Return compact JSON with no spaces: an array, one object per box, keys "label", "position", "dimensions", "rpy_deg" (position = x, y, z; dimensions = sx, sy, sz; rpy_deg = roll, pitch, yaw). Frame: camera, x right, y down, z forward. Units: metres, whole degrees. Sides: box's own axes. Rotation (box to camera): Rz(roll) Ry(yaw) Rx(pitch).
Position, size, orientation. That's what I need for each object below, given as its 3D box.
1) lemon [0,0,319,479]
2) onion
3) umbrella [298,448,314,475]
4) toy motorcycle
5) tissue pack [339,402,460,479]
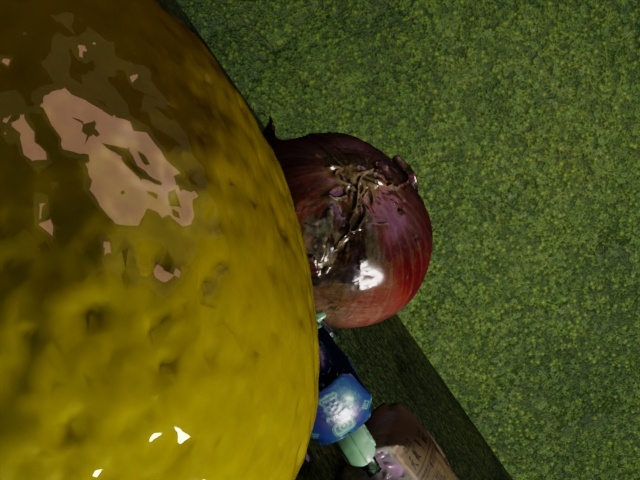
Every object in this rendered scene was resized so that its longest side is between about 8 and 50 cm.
[{"label":"lemon","position":[-0.157,0.026,0.456],"dimensions":[0.336,0.336,0.336],"rpy_deg":[55,7,-11]},{"label":"onion","position":[0.008,-0.030,1.744],"dimensions":[0.353,0.354,0.353],"rpy_deg":[55,7,-11]},{"label":"umbrella","position":[-0.053,0.220,1.321],"dimensions":[0.133,0.031,0.036],"rpy_deg":[55,6,-3]},{"label":"toy motorcycle","position":[-0.024,0.144,1.383],"dimensions":[0.331,0.125,0.196],"rpy_deg":[57,-5,19]},{"label":"tissue pack","position":[0.130,0.354,1.576],"dimensions":[0.215,0.123,0.257],"rpy_deg":[54,7,0]}]
